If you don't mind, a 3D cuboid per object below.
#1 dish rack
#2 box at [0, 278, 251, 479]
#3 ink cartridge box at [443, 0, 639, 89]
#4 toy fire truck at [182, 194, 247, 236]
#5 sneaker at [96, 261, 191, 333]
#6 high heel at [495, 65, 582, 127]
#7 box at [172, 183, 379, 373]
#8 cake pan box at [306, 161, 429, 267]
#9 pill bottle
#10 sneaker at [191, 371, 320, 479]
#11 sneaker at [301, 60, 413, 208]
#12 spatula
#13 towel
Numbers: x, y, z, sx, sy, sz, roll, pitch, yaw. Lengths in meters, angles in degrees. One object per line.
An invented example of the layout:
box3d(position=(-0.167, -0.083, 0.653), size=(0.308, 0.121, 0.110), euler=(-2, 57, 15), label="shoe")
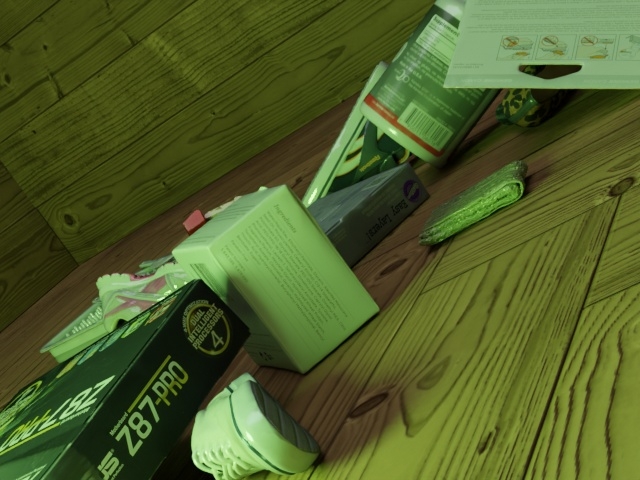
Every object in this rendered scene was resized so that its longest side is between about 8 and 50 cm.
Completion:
box3d(position=(-0.356, 0.124, 2.378), size=(0.333, 0.072, 0.285), euler=(-25, 14, 44), label="dish rack")
box3d(position=(-0.283, 0.229, 1.315), size=(0.395, 0.097, 0.318), euler=(-30, 19, 41), label="box")
box3d(position=(0.319, -0.262, 1.662), size=(0.275, 0.060, 0.239), euler=(3, 50, 19), label="ink cartridge box")
box3d(position=(-0.139, -0.040, 2.286), size=(0.192, 0.047, 0.135), euler=(-37, 52, -11), label="toy fire truck")
box3d(position=(-0.262, 0.107, 2.107), size=(0.252, 0.111, 0.103), euler=(-11, -20, 27), label="sneaker")
box3d(position=(0.353, -0.264, 1.780), size=(0.261, 0.093, 0.186), euler=(-51, 3, 3), label="high heel")
box3d(position=(-0.055, 0.044, 1.431), size=(0.119, 0.182, 0.181), euler=(-40, 10, -16), label="box")
box3d(position=(0.000, 0.000, 1.804), size=(0.267, 0.070, 0.246), euler=(-42, 14, -35), label="cake pan box")
box3d(position=(0.202, -0.264, 1.884), size=(0.283, 0.161, 0.161), euler=(-53, 7, 8), label="pill bottle")
box3d(position=(-0.065, 0.182, 1.123), size=(0.091, 0.094, 0.258), euler=(-46, 2, -6), label="sneaker")
box3d(position=(0.073, -0.130, 2.076), size=(0.321, 0.127, 0.126), euler=(-60, 4, 1), label="sneaker")
box3d(position=(-0.370, 0.076, 2.401), size=(0.168, 0.019, 0.242), euler=(-39, 10, -17), label="spatula")
box3d(position=(0.185, -0.043, 1.511), size=(0.148, 0.027, 0.110), euler=(-32, 9, 20), label="towel")
